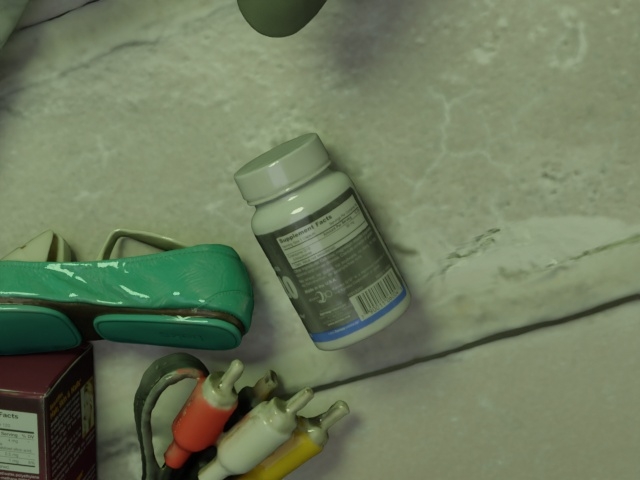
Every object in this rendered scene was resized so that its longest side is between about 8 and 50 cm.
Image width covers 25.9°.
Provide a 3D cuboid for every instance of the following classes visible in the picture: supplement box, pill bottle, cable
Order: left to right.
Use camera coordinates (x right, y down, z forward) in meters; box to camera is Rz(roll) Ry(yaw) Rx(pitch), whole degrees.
[{"bbox_3d":[-0.222,0.177,1.044,0.080,0.104,0.188,5,108,9],"label":"supplement box"},{"bbox_3d":[-0.110,0.194,1.035,0.139,0.072,0.287,27,110,-26],"label":"cable"},{"bbox_3d":[0.000,0.000,0.959,0.078,0.078,0.137,-25,102,17],"label":"pill bottle"}]

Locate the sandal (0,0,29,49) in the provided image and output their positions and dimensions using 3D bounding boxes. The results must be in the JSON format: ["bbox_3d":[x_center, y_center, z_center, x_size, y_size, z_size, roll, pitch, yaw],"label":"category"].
[{"bbox_3d":[-0.333,-0.106,0.982,0.416,0.102,0.169,-44,111,7],"label":"sandal"}]

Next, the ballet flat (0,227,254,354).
[{"bbox_3d":[-0.169,0.035,1.005,0.247,0.087,0.083,-1,149,6],"label":"ballet flat"}]

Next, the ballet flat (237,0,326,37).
[{"bbox_3d":[-0.004,-0.214,0.808,0.072,0.068,0.213,25,112,1],"label":"ballet flat"}]
